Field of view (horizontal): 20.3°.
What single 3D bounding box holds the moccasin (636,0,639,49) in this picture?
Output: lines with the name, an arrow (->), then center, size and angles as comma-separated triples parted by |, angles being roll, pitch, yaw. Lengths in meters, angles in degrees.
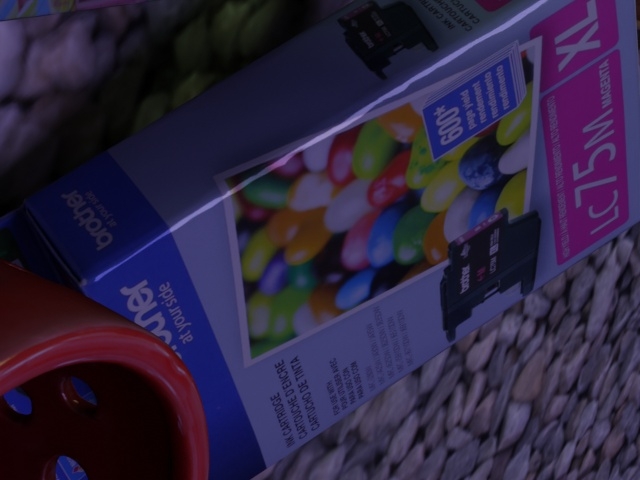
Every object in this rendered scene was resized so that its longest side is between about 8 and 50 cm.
moccasin -> 0.139, -0.159, 0.927 | 0.380, 0.139, 0.147 | -31, 127, -59

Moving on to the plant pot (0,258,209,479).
plant pot -> -0.156, 0.084, 0.553 | 0.191, 0.174, 0.191 | -36, 138, -42

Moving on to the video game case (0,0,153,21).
video game case -> -0.095, -0.182, 0.624 | 0.193, 0.023, 0.212 | -18, 125, -53

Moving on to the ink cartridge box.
ink cartridge box -> 0.000, 0.000, 0.759 | 0.311, 0.065, 0.186 | -31, 143, -11
